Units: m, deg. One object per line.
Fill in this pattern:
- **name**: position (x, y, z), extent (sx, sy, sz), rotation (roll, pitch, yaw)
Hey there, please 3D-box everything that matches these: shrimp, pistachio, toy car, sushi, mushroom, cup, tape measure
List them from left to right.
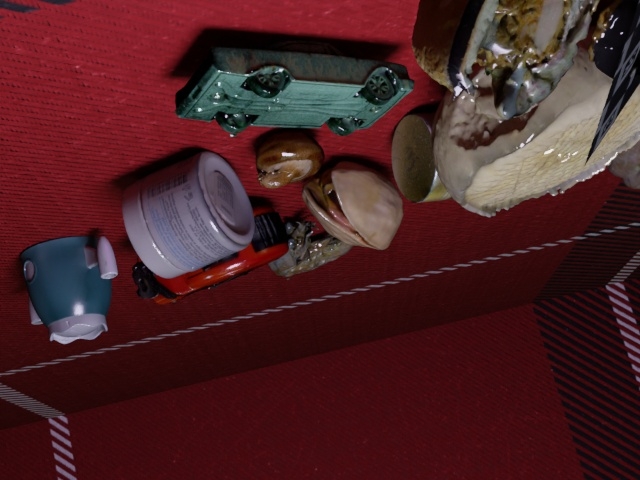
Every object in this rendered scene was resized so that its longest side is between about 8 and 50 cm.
- **cup**: position (-0.472, 0.099, 1.944), extent (0.167, 0.173, 0.300), rotation (1, 157, -44)
- **tape measure**: position (-0.189, 0.024, 1.941), extent (0.260, 0.114, 0.253), rotation (-22, 178, 30)
- **mushroom**: position (-0.050, -0.131, 1.685), extent (0.127, 0.087, 0.127), rotation (-9, 165, -2)
- **toy car**: position (-0.032, -0.214, 1.411), extent (0.321, 0.097, 0.141), rotation (-2, 159, -32)
- **shrimp**: position (0.000, 0.000, 2.182), extent (0.247, 0.085, 0.360), rotation (-23, 167, -1)
- **pistachio**: position (0.058, -0.065, 1.881), extent (0.157, 0.157, 0.229), rotation (-23, 149, 28)
- **sushi**: position (0.391, -0.310, 1.177), extent (0.359, 0.064, 0.343), rotation (-52, 162, -19)

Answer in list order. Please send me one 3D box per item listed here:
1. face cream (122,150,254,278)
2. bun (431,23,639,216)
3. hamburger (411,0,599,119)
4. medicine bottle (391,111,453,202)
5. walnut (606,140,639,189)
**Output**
- **face cream**: position (-0.214, -0.043, 1.684), extent (0.153, 0.177, 0.177), rotation (-22, 162, 19)
- **bun**: position (0.327, -0.204, 1.551), extent (0.364, 0.202, 0.364), rotation (-21, 160, -8)
- **hamburger**: position (0.220, -0.289, 1.183), extent (0.168, 0.288, 0.192), rotation (22, -171, -20)
- **medicine bottle**: position (0.298, -0.152, 1.783), extent (0.322, 0.151, 0.151), rotation (-6, 161, -26)
- **walnut**: position (0.606, -0.195, 1.826), extent (0.224, 0.224, 0.224), rotation (-13, 163, -4)
